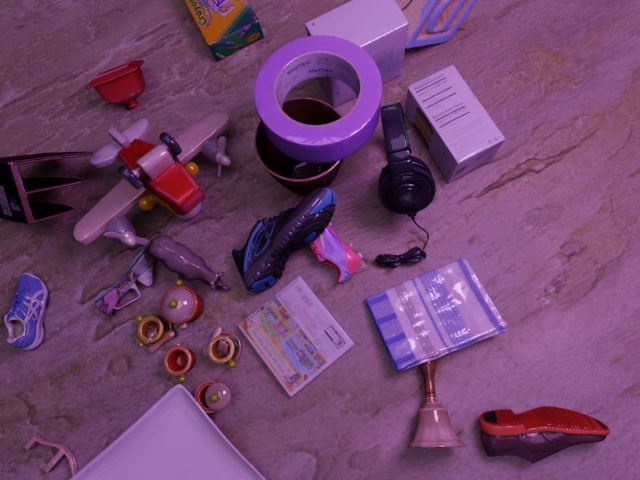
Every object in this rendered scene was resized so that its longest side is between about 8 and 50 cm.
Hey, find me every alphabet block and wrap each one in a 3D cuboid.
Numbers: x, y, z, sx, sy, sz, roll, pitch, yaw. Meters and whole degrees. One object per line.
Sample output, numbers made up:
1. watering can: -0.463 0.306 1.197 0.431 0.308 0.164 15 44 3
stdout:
1. alphabet block: 0.283 -0.669 1.198 0.194 0.192 0.197 -23 72 -32

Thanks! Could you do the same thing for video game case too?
1. video game case: -0.063 0.240 1.134 0.206 0.026 0.227 -39 77 -4

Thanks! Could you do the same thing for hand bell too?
1. hand bell: 0.257 0.355 1.045 0.126 0.126 0.241 -3 65 5

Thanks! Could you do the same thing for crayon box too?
1. crayon box: -0.309 -0.705 1.353 0.166 0.081 0.278 -29 76 -1

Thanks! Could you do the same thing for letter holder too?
1. letter holder: -0.755 -0.155 1.198 0.302 0.215 0.151 8 112 37

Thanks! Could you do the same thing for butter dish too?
1. butter dish: -0.579 -0.449 1.311 0.160 0.118 0.159 -21 32 0

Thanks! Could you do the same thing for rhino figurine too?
1. rhino figurine: -0.335 0.067 1.142 0.243 0.106 0.073 34 65 -11

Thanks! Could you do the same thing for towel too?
1. towel: 0.275 0.177 1.086 0.285 0.034 0.209 -22 61 0

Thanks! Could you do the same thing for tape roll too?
1. tape roll: -0.004 -0.314 0.990 0.275 0.090 0.274 -1 73 4

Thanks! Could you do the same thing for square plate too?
1. square plate: -0.346 0.577 1.042 0.344 0.049 0.347 -42 88 -8

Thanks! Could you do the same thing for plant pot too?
1. plant pot: -0.038 -0.202 1.126 0.216 0.230 0.215 -1 73 4

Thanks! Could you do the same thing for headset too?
1. headset: 0.186 -0.131 1.101 0.186 0.243 0.393 -12 100 15

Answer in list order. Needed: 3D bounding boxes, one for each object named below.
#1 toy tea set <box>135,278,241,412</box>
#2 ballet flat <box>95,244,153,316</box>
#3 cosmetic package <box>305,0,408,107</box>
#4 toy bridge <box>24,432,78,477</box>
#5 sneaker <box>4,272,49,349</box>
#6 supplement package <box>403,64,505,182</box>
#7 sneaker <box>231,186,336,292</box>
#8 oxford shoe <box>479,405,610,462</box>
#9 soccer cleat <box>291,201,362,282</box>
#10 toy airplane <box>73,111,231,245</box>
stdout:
1. toy tea set: -0.322 0.264 1.104 0.336 0.124 0.200 43 85 14
2. ballet flat: -0.504 0.115 1.193 0.079 0.077 0.221 42 89 -5
3. cosmetic package: 0.098 -0.507 1.189 0.224 0.224 0.138 -27 75 0
4. toy bridge: -0.666 0.553 1.123 0.188 0.026 0.063 38 81 13
5. sneaker: -0.792 0.186 1.195 0.080 0.081 0.210 -13 74 5
6. supplement package: 0.339 -0.301 1.160 0.134 0.139 0.243 -28 74 -2
7. sneaker: -0.104 -0.022 1.106 0.341 0.125 0.139 -45 64 20
8. oxford shoe: 0.501 0.441 1.004 0.272 0.097 0.098 -3 96 10
9. soccer cleat: 0.000 0.000 1.154 0.248 0.083 0.095 44 78 10
10. toy airplane: -0.426 -0.163 1.170 0.387 0.272 0.384 -16 44 19
